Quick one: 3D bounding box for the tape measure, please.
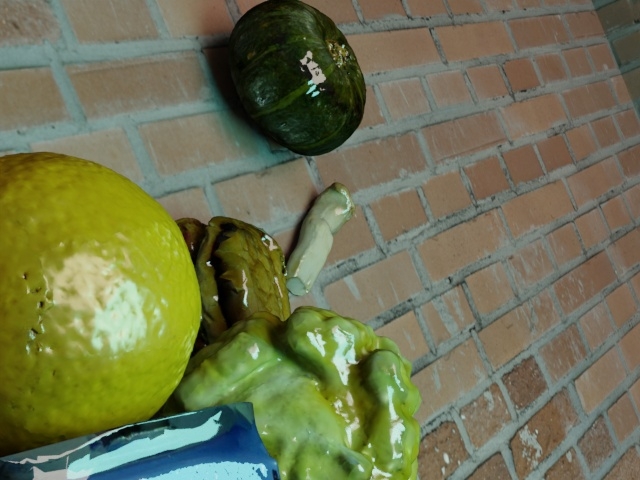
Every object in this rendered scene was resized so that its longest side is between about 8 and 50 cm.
[{"bbox_3d":[-0.181,0.250,0.977,0.259,0.262,0.138,-5,69,-43],"label":"tape measure"}]

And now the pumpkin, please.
[{"bbox_3d":[-0.033,-0.216,1.568,0.224,0.157,0.224,53,19,-26],"label":"pumpkin"}]

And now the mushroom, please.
[{"bbox_3d":[-0.002,-0.002,1.583,0.059,0.054,0.202,54,40,-23],"label":"mushroom"}]

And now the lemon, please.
[{"bbox_3d":[-0.238,0.058,1.006,0.293,0.293,0.293,32,47,-42],"label":"lemon"}]

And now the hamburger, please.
[{"bbox_3d":[-0.098,0.060,1.337,0.206,0.130,0.183,13,63,-55],"label":"hamburger"}]

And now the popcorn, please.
[{"bbox_3d":[-0.034,0.229,1.187,0.279,0.335,0.274,22,4,-6],"label":"popcorn"}]
